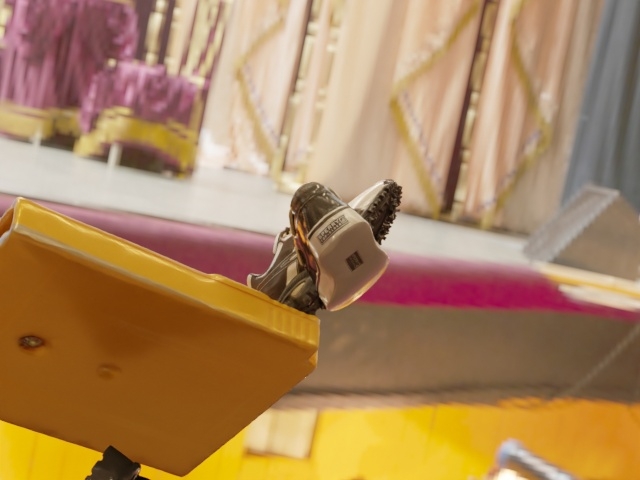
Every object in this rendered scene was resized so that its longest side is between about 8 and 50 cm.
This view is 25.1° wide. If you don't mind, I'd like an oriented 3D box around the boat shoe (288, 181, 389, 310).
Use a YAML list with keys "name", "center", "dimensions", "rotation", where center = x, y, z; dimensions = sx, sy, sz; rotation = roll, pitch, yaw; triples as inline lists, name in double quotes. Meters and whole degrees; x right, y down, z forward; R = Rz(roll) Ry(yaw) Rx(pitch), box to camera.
- name: "boat shoe"
  center: [0.014, 0.003, 1.388]
  dimensions: [0.070, 0.078, 0.219]
  rotation: [51, -9, 20]

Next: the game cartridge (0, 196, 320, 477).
- name: "game cartridge"
  center: [-0.197, 0.104, 1.352]
  dimensions: [0.324, 0.052, 0.285]
  rotation: [23, -44, -27]

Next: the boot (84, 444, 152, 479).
- name: "boot"
  center: [-0.165, 0.379, 1.258]
  dimensions: [0.260, 0.348, 0.131]
  rotation: [34, -18, 0]

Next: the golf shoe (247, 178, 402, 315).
- name: "golf shoe"
  center: [0.000, 0.000, 1.506]
  dimensions: [0.094, 0.198, 0.077]
  rotation: [41, 0, 26]
